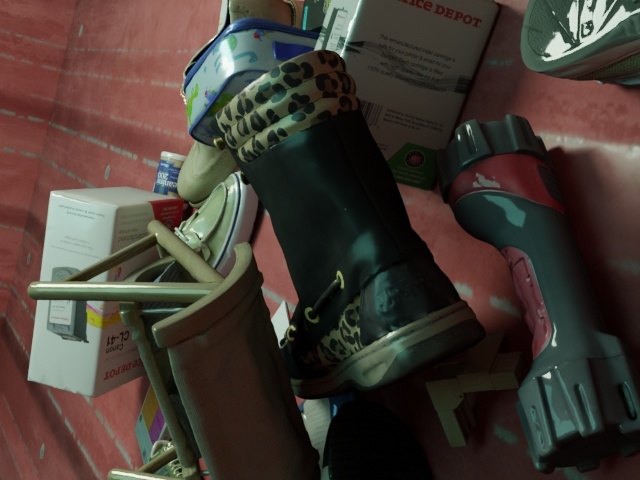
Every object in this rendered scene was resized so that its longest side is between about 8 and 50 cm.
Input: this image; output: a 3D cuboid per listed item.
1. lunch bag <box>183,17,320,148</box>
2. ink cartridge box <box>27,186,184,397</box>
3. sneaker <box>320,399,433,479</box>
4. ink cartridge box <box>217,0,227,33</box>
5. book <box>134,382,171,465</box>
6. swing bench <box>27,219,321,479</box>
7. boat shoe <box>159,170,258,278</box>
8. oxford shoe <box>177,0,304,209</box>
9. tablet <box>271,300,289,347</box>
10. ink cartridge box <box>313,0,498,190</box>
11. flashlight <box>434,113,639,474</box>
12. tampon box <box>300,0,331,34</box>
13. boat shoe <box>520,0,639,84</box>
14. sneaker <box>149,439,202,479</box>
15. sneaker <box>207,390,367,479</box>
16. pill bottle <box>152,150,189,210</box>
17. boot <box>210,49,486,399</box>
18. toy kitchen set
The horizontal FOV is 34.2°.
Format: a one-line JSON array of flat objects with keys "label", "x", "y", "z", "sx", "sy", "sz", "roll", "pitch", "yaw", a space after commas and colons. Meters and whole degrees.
[{"label": "lunch bag", "x": -0.037, "y": -0.175, "z": 1.220, "sx": 0.176, "sy": 0.219, "sz": 0.090, "roll": -41, "pitch": 51, "yaw": 52}, {"label": "ink cartridge box", "x": -0.343, "y": 0.074, "z": 1.683, "sx": 0.226, "sy": 0.131, "sz": 0.306, "roll": -17, "pitch": -63, "yaw": -70}, {"label": "sneaker", "x": 0.037, "y": 0.315, "z": 0.973, "sx": 0.146, "sy": 0.122, "sz": 0.330, "roll": -47, "pitch": 39, "yaw": 44}, {"label": "ink cartridge box", "x": -0.112, "y": -0.362, "z": 1.628, "sx": 0.104, "sy": 0.061, "sz": 0.181, "roll": -10, "pitch": 70, "yaw": 62}, {"label": "book", "x": -0.264, "y": 0.291, "z": 1.693, "sx": 0.144, "sy": 0.035, "sz": 0.096, "roll": -64, "pitch": 32, "yaw": 27}, {"label": "swing bench", "x": -0.121, "y": 0.137, "z": 1.019, "sx": 0.254, "sy": 0.165, "sz": 0.253, "roll": 11, "pitch": 124, "yaw": 47}, {"label": "boat shoe", "x": -0.185, "y": 0.016, "z": 1.577, "sx": 0.302, "sy": 0.094, "sz": 0.109, "roll": -59, "pitch": 32, "yaw": 34}, {"label": "oxford shoe", "x": -0.151, "y": -0.208, "z": 1.544, "sx": 0.397, "sy": 0.146, "sz": 0.140, "roll": -58, "pitch": 33, "yaw": 35}, {"label": "tablet", "x": -0.061, "y": 0.126, "z": 1.384, "sx": 0.083, "sy": 0.006, "sz": 0.054, "roll": -57, "pitch": 33, "yaw": 38}, {"label": "ink cartridge box", "x": 0.072, "y": -0.174, "z": 1.079, "sx": 0.208, "sy": 0.153, "sz": 0.087, "roll": -70, "pitch": 26, "yaw": 14}, {"label": "flashlight", "x": 0.171, "y": 0.038, "z": 0.852, "sx": 0.103, "sy": 0.103, "sz": 0.304, "roll": 93, "pitch": 171, "yaw": -55}, {"label": "tampon box", "x": 0.062, "y": -0.296, "z": 1.205, "sx": 0.161, "sy": 0.101, "sz": 0.120, "roll": 2, "pitch": 82, "yaw": 63}, {"label": "boat shoe", "x": 0.280, "y": -0.172, "z": 0.734, "sx": 0.320, "sy": 0.103, "sz": 0.118, "roll": -12, "pitch": 68, "yaw": 58}, {"label": "sneaker", "x": -0.217, "y": 0.338, "z": 1.536, "sx": 0.192, "sy": 0.064, "sz": 0.086, "roll": 166, "pitch": 108, "yaw": -65}, {"label": "sneaker", "x": -0.053, "y": 0.258, "z": 1.172, "sx": 0.296, "sy": 0.131, "sz": 0.112, "roll": -56, "pitch": 32, "yaw": 35}, {"label": "pill bottle", "x": -0.255, "y": -0.089, "z": 1.793, "sx": 0.067, "sy": 0.067, "sz": 0.120, "roll": 18, "pitch": 96, "yaw": 64}, {"label": "boot", "x": 0.000, "y": 0.000, "z": 0.988, "sx": 0.284, "sy": 0.138, "sz": 0.377, "roll": 65, "pitch": 165, "yaw": 2}, {"label": "toy kitchen set", "x": 0.152, "y": 0.132, "z": 0.935, "sx": 0.083, "sy": 0.075, "sz": 0.068, "roll": -11, "pitch": 23, "yaw": 28}]
